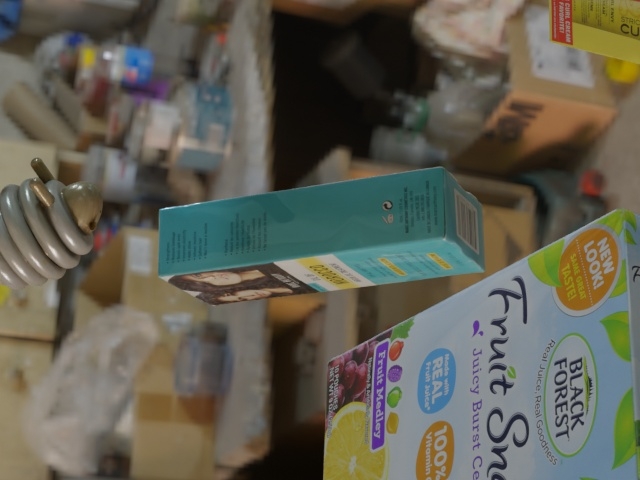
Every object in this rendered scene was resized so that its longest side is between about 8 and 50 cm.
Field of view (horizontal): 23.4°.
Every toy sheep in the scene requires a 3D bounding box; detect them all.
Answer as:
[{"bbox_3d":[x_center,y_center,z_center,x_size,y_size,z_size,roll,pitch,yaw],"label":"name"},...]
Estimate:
[{"bbox_3d":[-0.226,-0.006,1.195,0.132,0.091,0.091,-27,42,9],"label":"toy sheep"}]

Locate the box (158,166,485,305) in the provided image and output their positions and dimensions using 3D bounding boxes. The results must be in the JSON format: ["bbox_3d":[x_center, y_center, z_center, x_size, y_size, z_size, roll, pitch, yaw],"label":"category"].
[{"bbox_3d":[0.000,0.000,1.230,0.244,0.100,0.060,-8,71,22],"label":"box"}]

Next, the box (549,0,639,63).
[{"bbox_3d":[0.274,-0.186,1.236,0.232,0.058,0.087,30,127,57],"label":"box"}]

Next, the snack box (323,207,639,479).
[{"bbox_3d":[0.053,0.064,0.458,0.141,0.037,0.100,-32,48,47],"label":"snack box"}]
